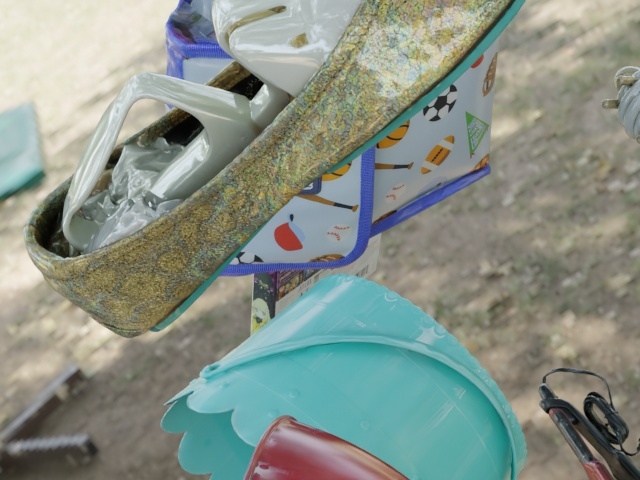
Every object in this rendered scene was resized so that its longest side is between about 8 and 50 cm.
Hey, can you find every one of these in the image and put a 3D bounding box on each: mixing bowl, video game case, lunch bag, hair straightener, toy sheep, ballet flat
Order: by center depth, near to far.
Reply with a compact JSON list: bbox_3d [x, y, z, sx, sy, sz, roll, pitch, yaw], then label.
[{"bbox_3d":[-0.037,-0.073,0.781,0.348,0.123,0.123,-41,19,28],"label":"ballet flat"},{"bbox_3d":[0.015,0.198,0.855,0.098,0.181,0.181,6,38,15],"label":"mixing bowl"},{"bbox_3d":[0.351,-0.135,1.517,0.091,0.091,0.132,-34,58,2],"label":"toy sheep"},{"bbox_3d":[0.306,0.216,1.530,0.089,0.047,0.230,-21,47,-16],"label":"hair straightener"},{"bbox_3d":[0.009,-0.158,1.594,0.385,0.328,0.239,-26,49,-26],"label":"lunch bag"},{"bbox_3d":[0.000,0.000,1.856,0.041,0.210,0.232,27,42,28],"label":"video game case"}]

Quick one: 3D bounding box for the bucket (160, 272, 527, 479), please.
[{"bbox_3d":[0.025,0.175,1.218,0.183,0.281,0.281,-45,25,-22],"label":"bucket"}]
